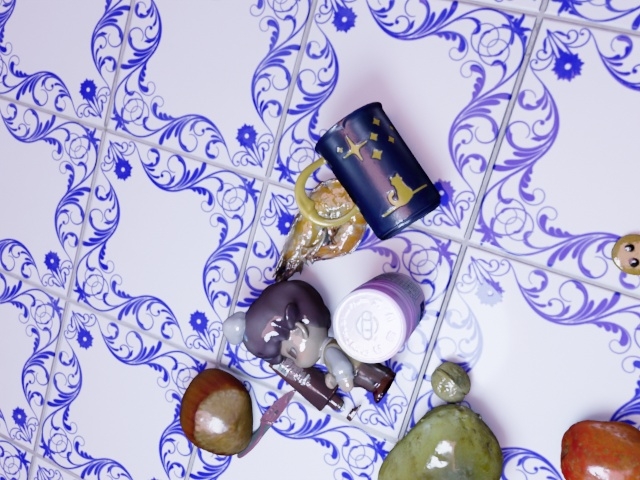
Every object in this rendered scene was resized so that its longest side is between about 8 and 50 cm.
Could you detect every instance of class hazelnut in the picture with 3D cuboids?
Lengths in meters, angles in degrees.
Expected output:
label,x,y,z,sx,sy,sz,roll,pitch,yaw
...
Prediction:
label,x,y,z,sx,sy,sz,roll,pitch,yaw
hazelnut,-0.264,0.428,1.388,0.210,0.186,0.210,2,108,7

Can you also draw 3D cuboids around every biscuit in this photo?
label,x,y,z,sx,sy,sz,roll,pitch,yaw
biscuit,0.702,0.008,1.108,0.241,0.035,0.158,-19,85,19

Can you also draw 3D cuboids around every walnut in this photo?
label,x,y,z,sx,sy,sz,roll,pitch,yaw
walnut,0.286,0.314,1.246,0.092,0.092,0.092,1,94,19

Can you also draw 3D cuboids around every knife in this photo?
label,x,y,z,sx,sy,sz,roll,pitch,yaw
knife,-0.140,0.465,1.437,0.035,0.018,0.247,41,102,15

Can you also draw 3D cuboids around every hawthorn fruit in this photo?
label,x,y,z,sx,sy,sz,roll,pitch,yaw
hawthorn fruit,0.568,0.438,1.115,0.189,0.189,0.189,1,94,19

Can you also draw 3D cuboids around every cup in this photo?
label,x,y,z,sx,sy,sz,roll,pitch,yaw
cup,0.096,-0.121,1.234,0.255,0.178,0.256,-34,84,22

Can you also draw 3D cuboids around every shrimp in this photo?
label,x,y,z,sx,sy,sz,roll,pitch,yaw
shrimp,0.000,0.000,1.332,0.164,0.062,0.316,35,101,11

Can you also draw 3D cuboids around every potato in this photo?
label,x,y,z,sx,sy,sz,roll,pitch,yaw
potato,0.252,0.490,1.218,0.210,0.173,0.307,42,108,-8

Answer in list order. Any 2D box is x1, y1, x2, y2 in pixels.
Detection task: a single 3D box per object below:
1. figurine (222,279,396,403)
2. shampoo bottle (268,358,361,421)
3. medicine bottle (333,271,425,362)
label,x,y,z,sx,sy,sz,roll,pitch,yaw
figurine,-0.018,0.248,1.270,0.365,0.218,0.206,44,103,15
shampoo bottle,-0.013,0.348,1.359,0.236,0.067,0.068,35,123,12
medicine bottle,0.131,0.155,1.195,0.152,0.254,0.152,2,95,19
